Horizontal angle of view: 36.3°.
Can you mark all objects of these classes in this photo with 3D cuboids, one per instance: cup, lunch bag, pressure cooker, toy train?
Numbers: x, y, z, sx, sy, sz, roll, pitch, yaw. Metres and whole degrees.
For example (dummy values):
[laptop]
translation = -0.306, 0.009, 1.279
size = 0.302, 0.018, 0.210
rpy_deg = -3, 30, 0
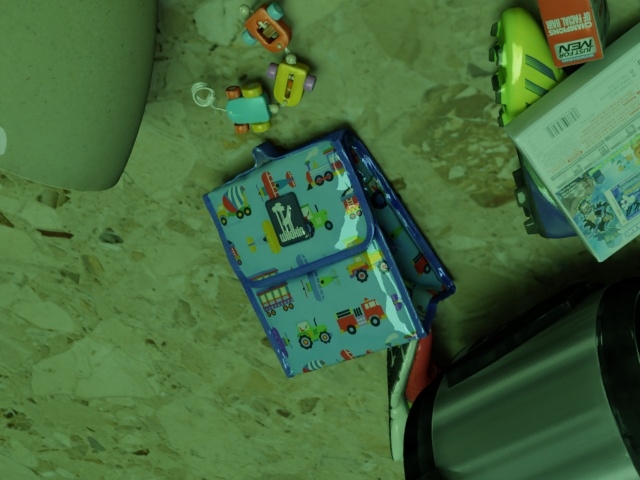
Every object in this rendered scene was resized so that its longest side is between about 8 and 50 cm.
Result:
[cup]
translation = -0.311, -0.244, 1.065
size = 0.331, 0.331, 0.237
rpy_deg = 32, 105, -6
[lunch bag]
translation = 0.000, 0.000, 1.254
size = 0.220, 0.138, 0.293
rpy_deg = -22, 104, 32
[pressure cooker]
translation = 0.302, 0.279, 1.179
size = 0.370, 0.376, 0.420
rpy_deg = 42, 128, -18
[toy train]
translation = -0.072, -0.204, 1.155
size = 0.125, 0.046, 0.166
rpy_deg = 40, 126, -11

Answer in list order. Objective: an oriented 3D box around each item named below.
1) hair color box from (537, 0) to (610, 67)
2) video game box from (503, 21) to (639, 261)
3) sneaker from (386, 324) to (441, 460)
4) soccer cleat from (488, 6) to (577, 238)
[hair color box]
translation = 0.239, -0.267, 0.956
size = 0.053, 0.093, 0.167
rpy_deg = -9, 123, 27
[video game box]
translation = 0.323, -0.107, 1.016
size = 0.205, 0.048, 0.187
rpy_deg = -37, 113, 7
[sneaker]
translation = 0.153, 0.203, 1.373
size = 0.118, 0.107, 0.279
rpy_deg = -2, 132, 2
[soccer cleat]
translation = 0.258, -0.129, 1.068
size = 0.121, 0.093, 0.289
rpy_deg = -12, 124, 14
